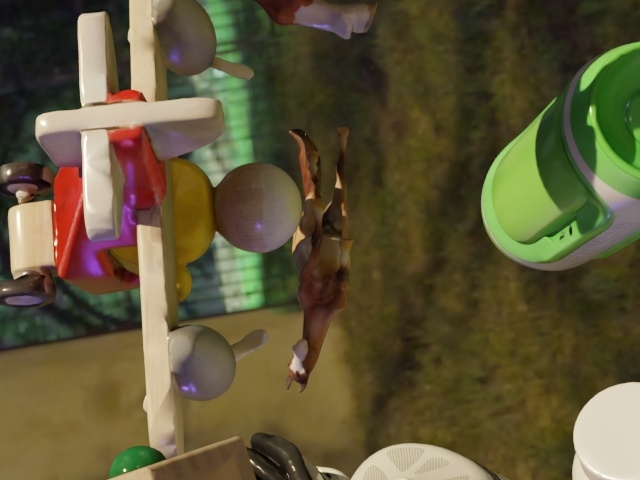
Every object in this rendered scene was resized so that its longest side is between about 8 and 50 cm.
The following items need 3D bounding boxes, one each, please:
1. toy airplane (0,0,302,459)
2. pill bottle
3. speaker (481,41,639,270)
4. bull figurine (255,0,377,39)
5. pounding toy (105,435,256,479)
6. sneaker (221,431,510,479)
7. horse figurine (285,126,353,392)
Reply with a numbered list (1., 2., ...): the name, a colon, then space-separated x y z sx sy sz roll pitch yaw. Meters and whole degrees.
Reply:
1. toy airplane: -0.140 -0.047 1.221 0.384 0.272 0.386 -122 39 -58
2. pill bottle: 0.268 0.204 1.081 0.208 0.117 0.118 59 -165 -45
3. speaker: 0.219 -0.058 1.089 0.296 0.131 0.131 123 139 -75
4. bull figurine: -0.016 -0.284 0.888 0.101 0.188 0.310 125 164 -74
5. pounding toy: -0.105 0.166 0.711 0.100 0.130 0.141 -11 -100 -51
6. sneaker: 0.028 0.195 0.965 0.257 0.169 0.447 43 -175 -12
7. horse figurine: 0.000 0.000 1.360 0.263 0.066 0.174 -94 8 -48
